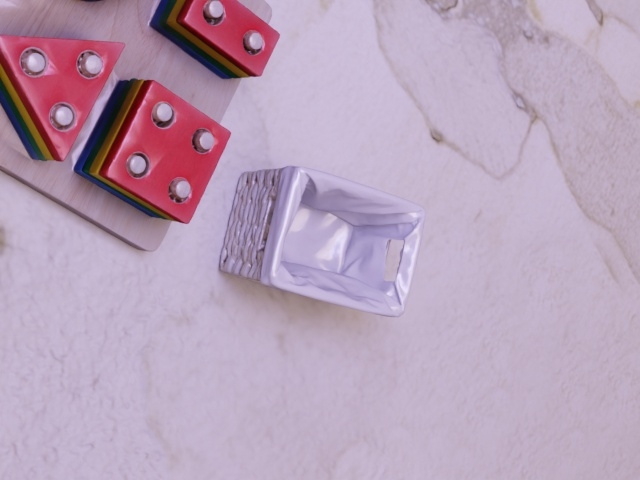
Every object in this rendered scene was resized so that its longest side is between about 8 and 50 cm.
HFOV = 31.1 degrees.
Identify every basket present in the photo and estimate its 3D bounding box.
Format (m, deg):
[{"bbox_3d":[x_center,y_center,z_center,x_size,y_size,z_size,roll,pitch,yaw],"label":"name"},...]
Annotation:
[{"bbox_3d":[0.000,0.000,1.087,0.167,0.103,0.113,17,85,-38],"label":"basket"}]

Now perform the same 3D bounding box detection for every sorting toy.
[{"bbox_3d":[-0.168,-0.156,0.949,0.255,0.089,0.257,33,75,-35],"label":"sorting toy"}]
